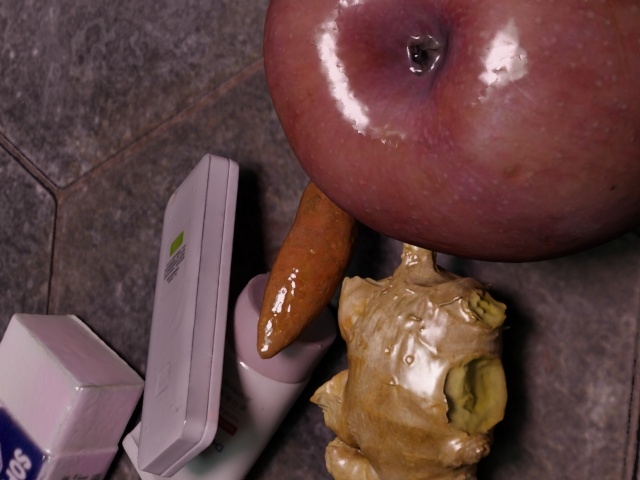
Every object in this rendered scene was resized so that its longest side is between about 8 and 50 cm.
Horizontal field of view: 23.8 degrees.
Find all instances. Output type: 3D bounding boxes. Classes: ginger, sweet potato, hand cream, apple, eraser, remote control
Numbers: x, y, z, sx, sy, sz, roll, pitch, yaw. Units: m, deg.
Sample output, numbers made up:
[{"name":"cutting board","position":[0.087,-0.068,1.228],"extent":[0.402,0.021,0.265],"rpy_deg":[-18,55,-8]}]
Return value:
[{"name":"ginger","position":[0.071,0.093,1.104],"extent":[0.157,0.102,0.216],"rpy_deg":[11,98,51]},{"name":"sweet potato","position":[0.000,0.001,1.145],"extent":[0.058,0.055,0.202],"rpy_deg":[15,62,15]},{"name":"hand cream","position":[-0.084,0.136,1.232],"extent":[0.248,0.083,0.133],"rpy_deg":[-56,50,29]},{"name":"apple","position":[0.115,-0.125,0.997],"extent":[0.306,0.235,0.305],"rpy_deg":[-1,89,34]},{"name":"eraser","position":[-0.269,0.214,1.345],"extent":[0.130,0.086,0.287],"rpy_deg":[38,110,36]},{"name":"remote control","position":[-0.104,0.056,1.193],"extent":[0.103,0.034,0.250],"rpy_deg":[-44,36,50]}]
